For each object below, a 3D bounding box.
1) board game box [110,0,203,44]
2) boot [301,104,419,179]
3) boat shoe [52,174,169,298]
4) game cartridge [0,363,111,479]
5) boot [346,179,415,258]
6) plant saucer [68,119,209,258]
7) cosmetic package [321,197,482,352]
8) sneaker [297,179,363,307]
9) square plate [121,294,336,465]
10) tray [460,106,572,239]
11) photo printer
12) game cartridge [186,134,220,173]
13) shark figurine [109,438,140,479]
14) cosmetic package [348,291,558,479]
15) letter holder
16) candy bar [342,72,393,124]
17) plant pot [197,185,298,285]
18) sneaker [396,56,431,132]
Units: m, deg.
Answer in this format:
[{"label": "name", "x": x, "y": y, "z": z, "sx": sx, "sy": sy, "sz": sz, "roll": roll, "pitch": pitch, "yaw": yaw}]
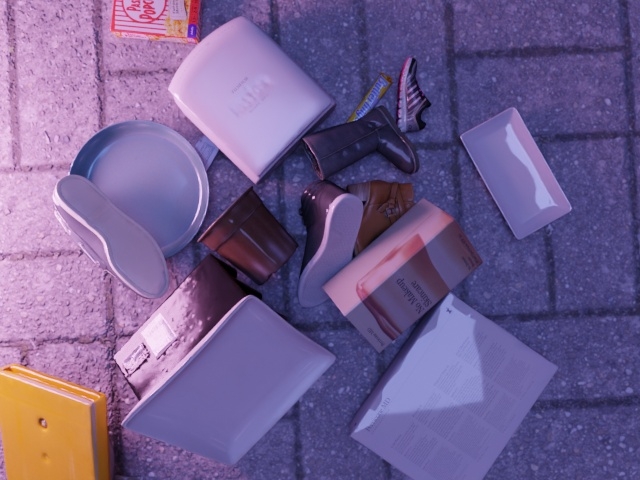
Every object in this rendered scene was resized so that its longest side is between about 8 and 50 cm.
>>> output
[{"label": "board game box", "x": -0.364, "y": -0.527, "z": 1.328, "sx": 0.194, "sy": 0.045, "sz": 0.146, "roll": 5, "pitch": 89, "yaw": 0}, {"label": "boot", "x": 0.088, "y": -0.186, "z": 1.278, "sx": 0.208, "sy": 0.076, "sz": 0.189, "roll": -30, "pitch": 78, "yaw": -25}, {"label": "boat shoe", "x": -0.452, "y": 0.004, "z": 1.268, "sx": 0.319, "sy": 0.099, "sz": 0.116, "roll": 49, "pitch": 46, "yaw": -7}, {"label": "game cartridge", "x": -0.547, "y": 0.438, "z": 1.219, "sx": 0.285, "sy": 0.053, "sz": 0.323, "roll": 9, "pitch": 107, "yaw": 26}, {"label": "boot", "x": 0.139, "y": -0.037, "z": 1.308, "sx": 0.152, "sy": 0.073, "sz": 0.197, "roll": -3, "pitch": 92, "yaw": -4}, {"label": "plant saucer", "x": -0.401, "y": -0.107, "z": 1.313, "sx": 0.318, "sy": 0.044, "sz": 0.317, "roll": 0, "pitch": 92, "yaw": 2}, {"label": "cosmetic package", "x": 0.172, "y": 0.073, "z": 1.250, "sx": 0.296, "sy": 0.129, "sz": 0.153, "roll": -42, "pitch": 123, "yaw": 0}, {"label": "sneaker", "x": 0.000, "y": 0.000, "z": 1.300, "sx": 0.105, "sy": 0.147, "sz": 0.295, "roll": 3, "pitch": 121, "yaw": -28}, {"label": "square plate", "x": -0.173, "y": 0.295, "z": 1.218, "sx": 0.344, "sy": 0.347, "sz": 0.049, "roll": -46, "pitch": 46, "yaw": -1}, {"label": "tray", "x": 0.437, "y": -0.151, "z": 1.329, "sx": 0.145, "sy": 0.030, "sz": 0.270, "roll": -29, "pitch": 89, "yaw": 0}, {"label": "photo printer", "x": -0.158, "y": -0.317, "z": 1.293, "sx": 0.256, "sy": 0.107, "sz": 0.307, "roll": -45, "pitch": 89, "yaw": -1}, {"label": "game cartridge", "x": -0.266, "y": -0.194, "z": 1.337, "sx": 0.056, "sy": 0.017, "sz": 0.083, "roll": 31, "pitch": 89, "yaw": -3}, {"label": "shark figurine", "x": -0.496, "y": 0.475, "z": 1.277, "sx": 0.166, "sy": 0.116, "sz": 0.278, "roll": -8, "pitch": 91, "yaw": -2}, {"label": "cosmetic package", "x": 0.283, "y": 0.340, "z": 1.287, "sx": 0.284, "sy": 0.097, "sz": 0.377, "roll": 35, "pitch": 89, "yaw": -1}, {"label": "letter holder", "x": -0.247, "y": 0.215, "z": 1.277, "sx": 0.302, "sy": 0.214, "sz": 0.152, "roll": -47, "pitch": 58, "yaw": 1}, {"label": "candy bar", "x": 0.107, "y": -0.310, "z": 1.338, "sx": 0.040, "sy": 0.018, "sz": 0.161, "roll": 36, "pitch": 90, "yaw": 0}, {"label": "plant pot", "x": -0.147, "y": -0.003, "z": 1.269, "sx": 0.165, "sy": 0.167, "sz": 0.167, "roll": 44, "pitch": 89, "yaw": -7}, {"label": "sneaker", "x": 0.211, "y": -0.321, "z": 1.317, "sx": 0.075, "sy": 0.063, "sz": 0.170, "roll": 3, "pitch": 94, "yaw": 0}]
